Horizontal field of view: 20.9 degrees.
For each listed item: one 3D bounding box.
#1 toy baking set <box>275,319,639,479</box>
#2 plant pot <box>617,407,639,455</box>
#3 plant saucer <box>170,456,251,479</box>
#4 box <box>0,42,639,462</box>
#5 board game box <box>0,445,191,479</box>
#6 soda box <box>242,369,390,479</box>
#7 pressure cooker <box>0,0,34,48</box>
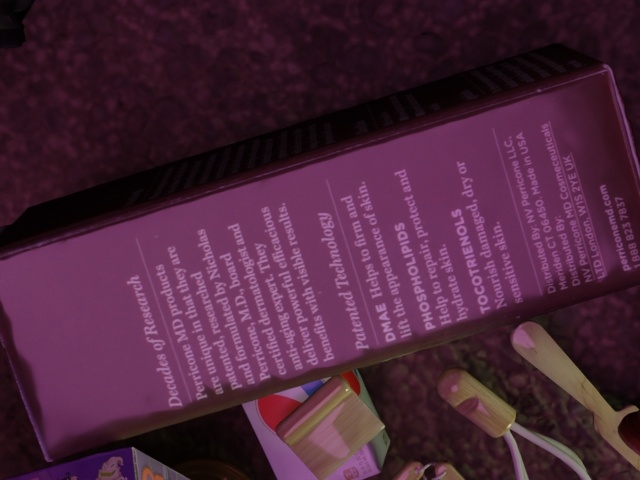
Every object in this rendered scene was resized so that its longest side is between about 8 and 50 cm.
[{"bbox_3d":[0.101,0.123,1.196,0.256,0.030,0.197,-18,104,-3],"label":"toy baking set"},{"bbox_3d":[0.352,0.038,1.040,0.272,0.272,0.265,19,98,3],"label":"plant pot"},{"bbox_3d":[-0.085,0.202,1.293,0.083,0.013,0.083,2,104,8],"label":"plant saucer"},{"bbox_3d":[0.000,0.000,1.074,0.381,0.191,0.143,-15,100,2],"label":"box"},{"bbox_3d":[-0.148,0.218,1.155,0.208,0.347,0.056,-12,67,13],"label":"board game box"},{"bbox_3d":[-0.028,0.072,1.223,0.074,0.069,0.216,-22,100,13],"label":"soda box"},{"bbox_3d":[-0.293,-0.282,1.019,0.375,0.370,0.420,31,108,-2],"label":"pressure cooker"}]
